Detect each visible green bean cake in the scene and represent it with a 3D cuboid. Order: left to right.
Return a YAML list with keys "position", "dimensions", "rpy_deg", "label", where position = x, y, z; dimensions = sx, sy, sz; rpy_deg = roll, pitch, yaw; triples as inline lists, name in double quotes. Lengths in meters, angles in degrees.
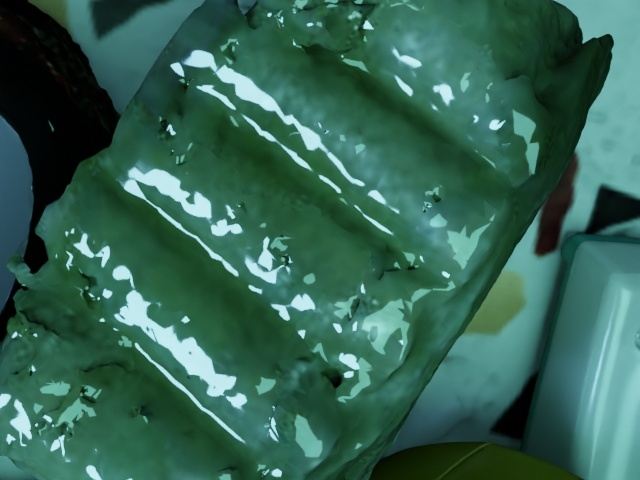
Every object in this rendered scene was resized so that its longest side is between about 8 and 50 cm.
- position: [0.000, 0.000, 0.488]
  dimensions: [0.125, 0.222, 0.227]
  rpy_deg: [34, 90, 9]
  label: "green bean cake"

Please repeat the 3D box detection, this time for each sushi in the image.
- position: [-0.166, 0.009, 0.520]
  dimensions: [0.136, 0.126, 0.225]
  rpy_deg: [43, 104, -9]
  label: "sushi"

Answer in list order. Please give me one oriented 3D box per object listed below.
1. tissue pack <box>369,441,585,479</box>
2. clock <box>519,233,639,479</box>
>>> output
- position: [0.050, 0.178, 0.587]
  dimensions: [0.127, 0.123, 0.178]
  rpy_deg: [11, 105, 27]
  label: "tissue pack"
- position: [0.228, 0.126, 0.656]
  dimensions: [0.262, 0.116, 0.231]
  rpy_deg: [5, 109, -15]
  label: "clock"
